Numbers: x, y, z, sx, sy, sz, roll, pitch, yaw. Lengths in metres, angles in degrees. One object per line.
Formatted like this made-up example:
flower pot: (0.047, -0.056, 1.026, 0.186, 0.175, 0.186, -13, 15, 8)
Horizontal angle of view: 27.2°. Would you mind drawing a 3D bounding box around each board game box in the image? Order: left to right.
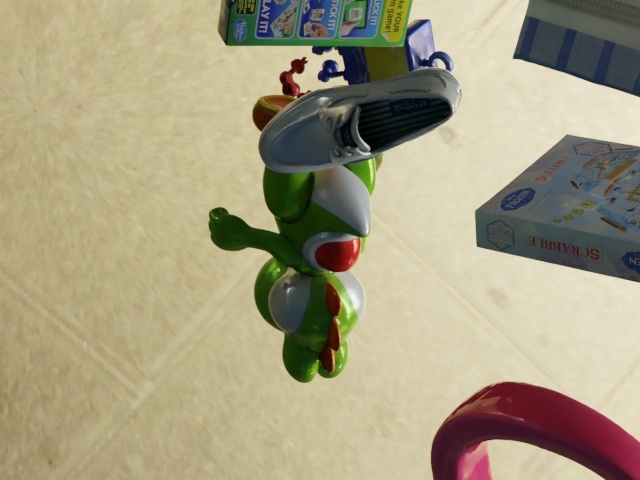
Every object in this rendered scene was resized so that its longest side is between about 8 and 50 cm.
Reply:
board game box: (0.014, -0.357, 1.403, 0.213, 0.046, 0.317, -2, 126, -18)
board game box: (0.439, -0.050, 1.932, 0.319, 0.318, 0.066, -35, 130, -46)

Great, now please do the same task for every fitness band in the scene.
fitness band: (0.175, 0.226, 0.944, 0.054, 0.209, 0.291, -40, 134, -31)

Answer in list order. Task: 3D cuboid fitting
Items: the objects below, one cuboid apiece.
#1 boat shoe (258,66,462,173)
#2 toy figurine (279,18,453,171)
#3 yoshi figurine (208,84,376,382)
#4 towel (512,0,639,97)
boat shoe: (0.035, -0.123, 1.373, 0.226, 0.076, 0.083, -22, 108, 15)
toy figurine: (0.084, -0.215, 1.864, 0.217, 0.191, 0.362, 4, 122, 29)
yoshi figurine: (-0.021, -0.009, 1.611, 0.204, 0.203, 0.362, 9, 115, 13)
towel: (0.359, -0.332, 1.612, 0.034, 0.209, 0.285, -8, 117, -55)
